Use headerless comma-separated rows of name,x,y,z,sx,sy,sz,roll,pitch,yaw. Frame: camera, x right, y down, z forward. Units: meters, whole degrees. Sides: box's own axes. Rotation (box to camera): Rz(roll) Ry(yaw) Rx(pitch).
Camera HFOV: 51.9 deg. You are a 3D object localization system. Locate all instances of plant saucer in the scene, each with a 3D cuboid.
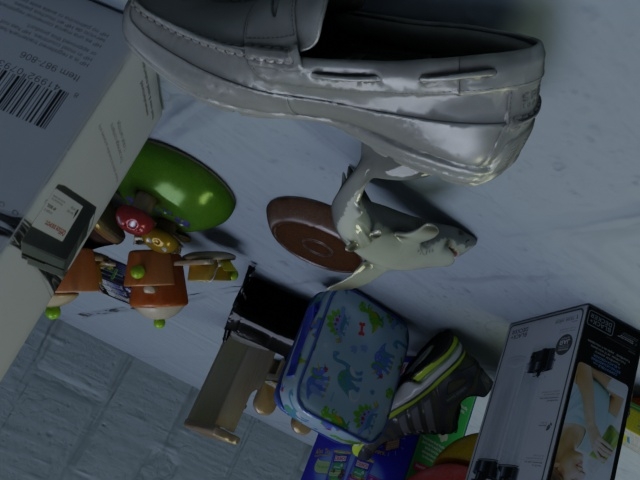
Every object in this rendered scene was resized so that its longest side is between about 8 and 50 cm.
plant saucer,0.000,0.000,0.878,0.168,0.029,0.168,20,159,8

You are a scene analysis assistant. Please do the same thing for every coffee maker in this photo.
coffee maker,-0.069,0.148,1.159,0.178,0.120,0.171,23,157,1

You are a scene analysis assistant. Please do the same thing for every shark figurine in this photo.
shark figurine,0.048,-0.043,0.653,0.166,0.116,0.278,-21,152,12

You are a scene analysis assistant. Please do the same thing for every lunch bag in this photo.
lunch bag,0.035,0.191,1.022,0.176,0.219,0.090,32,150,-20

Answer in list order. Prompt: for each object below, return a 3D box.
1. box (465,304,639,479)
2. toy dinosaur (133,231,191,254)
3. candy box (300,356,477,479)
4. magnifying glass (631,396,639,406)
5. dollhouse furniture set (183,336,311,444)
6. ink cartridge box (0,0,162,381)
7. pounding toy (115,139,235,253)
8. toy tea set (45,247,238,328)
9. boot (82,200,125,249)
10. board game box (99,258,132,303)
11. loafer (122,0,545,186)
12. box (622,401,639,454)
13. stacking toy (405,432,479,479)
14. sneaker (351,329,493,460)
box,0.272,0.237,0.797,0.087,0.290,0.169,28,157,-9
toy dinosaur,-0.264,-0.009,1.110,0.092,0.053,0.183,12,168,-11
candy box,0.121,0.383,1.240,0.122,0.317,0.268,35,156,-30
magnifying glass,0.532,0.239,0.898,0.231,0.026,0.092,-2,147,48
dollhouse furniture set,-0.075,0.404,1.561,0.394,0.256,0.362,34,156,-24
ink cartridge box,-0.371,-0.063,0.614,0.285,0.395,0.166,23,157,2
pounding toy,-0.239,-0.041,0.912,0.237,0.110,0.183,-2,146,46
toy tea set,-0.289,0.079,0.991,0.200,0.124,0.336,-4,176,40
boot,-0.413,-0.002,1.014,0.248,0.207,0.090,175,73,-79
board game box,-0.464,0.099,1.532,0.141,0.048,0.170,20,157,2
loafer,0.000,-0.142,0.474,0.319,0.112,0.111,18,135,11
box,0.410,0.249,0.975,0.179,0.043,0.105,25,162,35
stacking toy,0.252,0.409,0.986,0.350,0.480,0.350,30,148,21
sneaker,0.158,0.282,1.074,0.121,0.111,0.300,39,123,3
